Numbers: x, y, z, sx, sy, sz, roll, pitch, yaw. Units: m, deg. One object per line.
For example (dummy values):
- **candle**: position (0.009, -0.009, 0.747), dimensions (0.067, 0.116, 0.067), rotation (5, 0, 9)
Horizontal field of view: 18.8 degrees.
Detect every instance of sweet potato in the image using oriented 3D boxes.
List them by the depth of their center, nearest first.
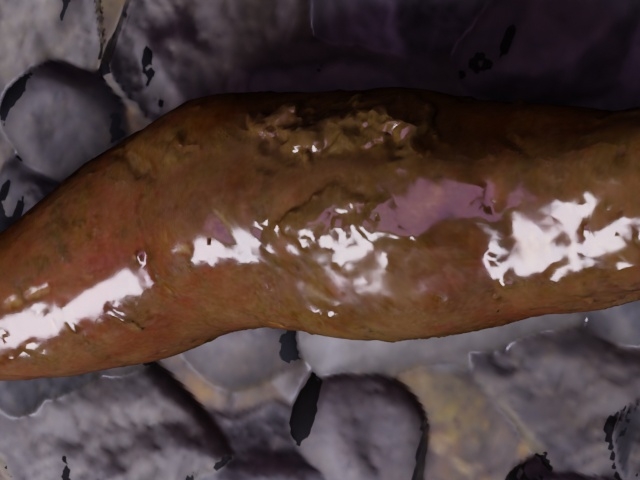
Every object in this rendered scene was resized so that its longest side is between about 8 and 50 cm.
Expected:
- **sweet potato**: position (0.000, -0.010, 0.684), dimensions (0.355, 0.095, 0.106), rotation (-11, 43, 26)
